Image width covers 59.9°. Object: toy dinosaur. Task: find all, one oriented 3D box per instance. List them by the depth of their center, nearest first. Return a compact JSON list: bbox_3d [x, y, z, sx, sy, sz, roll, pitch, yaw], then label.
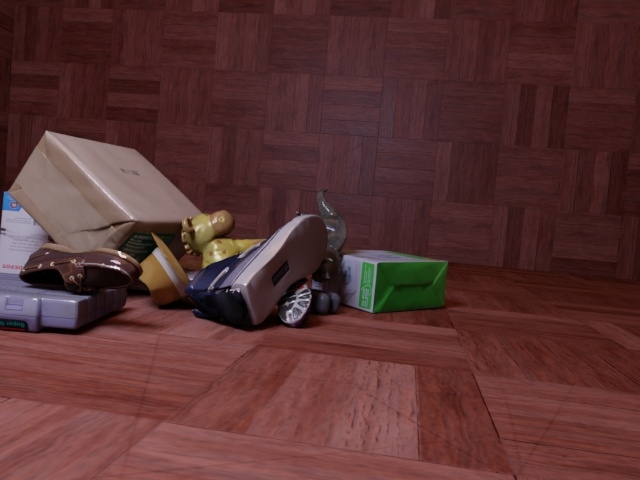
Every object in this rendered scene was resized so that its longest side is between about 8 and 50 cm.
[{"bbox_3d":[0.000,0.000,1.340,0.160,0.121,0.314,6,40,19],"label":"toy dinosaur"}]

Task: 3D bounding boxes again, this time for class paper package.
[{"bbox_3d":[-0.465,-0.079,1.271,0.309,0.168,0.325,41,12,11],"label":"paper package"}]

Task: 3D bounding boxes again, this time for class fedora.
[{"bbox_3d":[-0.317,0.076,1.119,0.079,0.194,0.194,-34,17,-17],"label":"fedora"}]

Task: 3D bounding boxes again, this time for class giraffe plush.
[{"bbox_3d":[-0.227,0.010,1.235,0.210,0.171,0.181,-30,-2,-27],"label":"giraffe plush"}]

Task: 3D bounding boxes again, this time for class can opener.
[{"bbox_3d":[-0.076,0.107,1.273,0.280,0.093,0.074,14,7,41],"label":"can opener"}]

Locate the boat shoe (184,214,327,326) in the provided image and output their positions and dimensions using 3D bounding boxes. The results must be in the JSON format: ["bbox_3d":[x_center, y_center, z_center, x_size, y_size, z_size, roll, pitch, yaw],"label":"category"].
[{"bbox_3d":[-0.122,0.044,1.108,0.158,0.127,0.340,0,24,30],"label":"boat shoe"}]

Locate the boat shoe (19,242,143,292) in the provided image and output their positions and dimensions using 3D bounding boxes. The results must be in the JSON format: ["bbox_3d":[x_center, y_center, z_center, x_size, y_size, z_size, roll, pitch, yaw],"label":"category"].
[{"bbox_3d":[-0.390,0.055,0.901,0.206,0.073,0.073,3,39,20],"label":"boat shoe"}]

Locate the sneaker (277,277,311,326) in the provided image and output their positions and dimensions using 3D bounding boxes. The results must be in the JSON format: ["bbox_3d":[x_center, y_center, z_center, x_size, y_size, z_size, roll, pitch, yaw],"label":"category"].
[{"bbox_3d":[-0.038,0.130,1.100,0.068,0.071,0.170,-16,16,9],"label":"sneaker"}]

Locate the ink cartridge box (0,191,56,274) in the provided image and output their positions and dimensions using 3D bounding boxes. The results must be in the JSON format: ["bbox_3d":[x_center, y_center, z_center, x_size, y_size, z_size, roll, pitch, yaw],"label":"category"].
[{"bbox_3d":[-0.691,-0.011,1.358,0.148,0.203,0.086,6,1,9],"label":"ink cartridge box"}]

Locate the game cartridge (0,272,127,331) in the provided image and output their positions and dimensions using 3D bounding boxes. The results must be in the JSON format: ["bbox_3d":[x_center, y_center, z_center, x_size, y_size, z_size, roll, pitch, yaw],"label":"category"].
[{"bbox_3d":[-0.542,0.097,0.938,0.354,0.068,0.230,5,7,0],"label":"game cartridge"}]

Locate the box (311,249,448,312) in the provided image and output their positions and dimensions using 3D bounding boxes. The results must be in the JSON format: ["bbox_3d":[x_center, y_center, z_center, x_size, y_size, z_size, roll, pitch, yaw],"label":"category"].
[{"bbox_3d":[0.148,0.098,1.409,0.261,0.127,0.231,1,6,-39],"label":"box"}]

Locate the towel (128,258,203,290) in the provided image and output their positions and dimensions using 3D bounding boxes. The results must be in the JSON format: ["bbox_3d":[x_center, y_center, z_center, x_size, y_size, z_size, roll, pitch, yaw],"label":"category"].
[{"bbox_3d":[-0.424,0.084,1.401,0.316,0.054,0.332,6,4,-3],"label":"towel"}]
